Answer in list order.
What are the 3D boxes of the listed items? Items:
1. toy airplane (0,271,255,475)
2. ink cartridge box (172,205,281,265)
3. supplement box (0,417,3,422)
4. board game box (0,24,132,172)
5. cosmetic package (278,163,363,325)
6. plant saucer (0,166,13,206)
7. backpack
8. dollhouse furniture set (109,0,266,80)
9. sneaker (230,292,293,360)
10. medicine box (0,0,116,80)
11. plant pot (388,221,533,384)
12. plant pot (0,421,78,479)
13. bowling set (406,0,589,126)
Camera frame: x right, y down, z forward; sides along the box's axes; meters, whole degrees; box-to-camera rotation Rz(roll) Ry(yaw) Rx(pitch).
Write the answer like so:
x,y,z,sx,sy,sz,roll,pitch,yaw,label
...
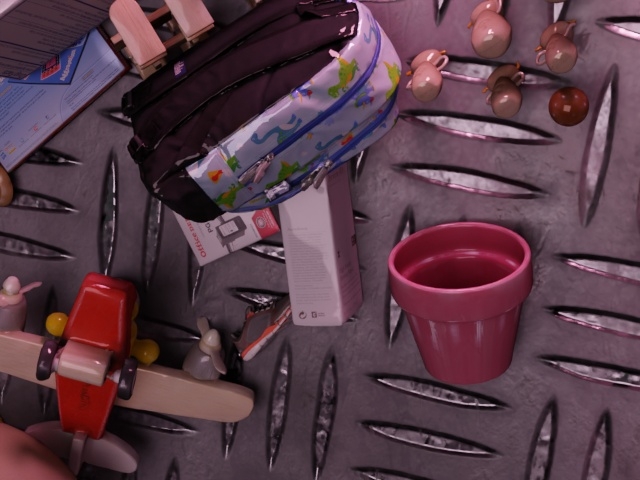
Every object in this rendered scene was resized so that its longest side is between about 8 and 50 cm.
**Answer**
x,y,z,sx,sy,sz,roll,pitch,yaw,label
-0.346,0.190,1.866,0.384,0.272,0.386,-17,135,31,toy airplane
-0.137,-0.040,1.819,0.150,0.063,0.109,-24,95,21,ink cartridge box
-0.716,0.425,2.045,0.357,0.194,0.195,-29,94,22,supplement box
-0.441,-0.245,1.882,0.281,0.027,0.145,-36,92,22,board game box
0.000,0.000,1.760,0.086,0.117,0.231,-2,104,17,cosmetic package
-0.539,-0.091,1.944,0.083,0.015,0.083,15,121,26,plant saucer
-0.065,-0.197,1.636,0.355,0.290,0.273,-45,125,15,backpack
-0.201,-0.358,1.688,0.242,0.212,0.161,-32,94,-4,dollhouse furniture set
-0.087,0.120,1.848,0.065,0.061,0.158,47,111,9,sneaker
-0.418,-0.371,1.690,0.289,0.263,0.149,-32,85,12,medicine box
0.203,0.097,1.691,0.201,0.201,0.180,1,119,17,plant pot
-0.512,0.386,1.808,0.284,0.284,0.191,-47,55,22,plant pot
0.272,-0.242,1.620,0.287,0.154,0.200,-34,110,20,bowling set
